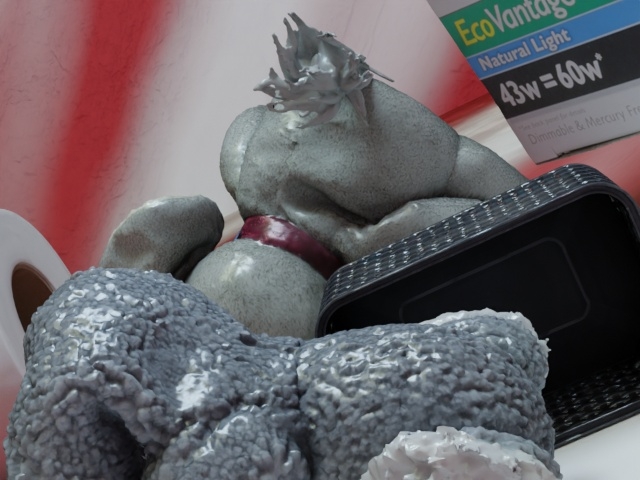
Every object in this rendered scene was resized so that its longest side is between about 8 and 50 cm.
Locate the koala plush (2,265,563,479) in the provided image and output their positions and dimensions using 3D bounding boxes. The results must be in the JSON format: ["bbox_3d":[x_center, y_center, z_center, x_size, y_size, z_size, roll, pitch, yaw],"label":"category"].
[{"bbox_3d":[-0.002,0.094,0.520,0.221,0.203,0.196,-12,12,14],"label":"koala plush"}]

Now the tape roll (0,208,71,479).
[{"bbox_3d":[-0.324,0.114,1.125,0.169,0.246,0.246,-25,8,6],"label":"tape roll"}]

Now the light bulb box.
[{"bbox_3d":[0.321,-0.276,0.934,0.361,0.225,0.358,-47,19,-32],"label":"light bulb box"}]

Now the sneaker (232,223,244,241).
[{"bbox_3d":[0.000,0.000,1.117,0.147,0.129,0.330,-59,-6,35],"label":"sneaker"}]

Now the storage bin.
[{"bbox_3d":[0.098,0.047,0.658,0.180,0.122,0.084,-25,8,7],"label":"storage bin"}]

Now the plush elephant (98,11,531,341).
[{"bbox_3d":[0.002,0.015,0.866,0.255,0.272,0.330,-61,-29,0],"label":"plush elephant"}]
